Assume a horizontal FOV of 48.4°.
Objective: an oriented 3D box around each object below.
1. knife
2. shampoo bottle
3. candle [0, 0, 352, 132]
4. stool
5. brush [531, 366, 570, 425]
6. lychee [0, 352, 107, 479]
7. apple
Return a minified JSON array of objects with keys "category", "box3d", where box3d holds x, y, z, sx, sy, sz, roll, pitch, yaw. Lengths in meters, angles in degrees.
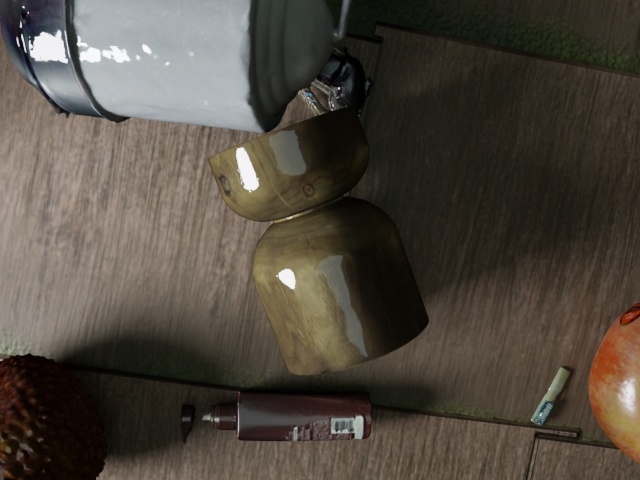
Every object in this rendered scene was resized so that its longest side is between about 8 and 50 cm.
[{"category":"knife","box3d":[-0.094,-0.263,0.854,0.365,0.043,0.089,33,91,-5]},{"category":"shampoo bottle","box3d":[-0.056,0.222,0.895,0.236,0.067,0.068,1,86,-3]},{"category":"candle","box3d":[-0.130,-0.222,0.739,0.342,0.221,0.221,10,95,10]},{"category":"stool","box3d":[0.000,0.000,0.818,0.179,0.179,0.264,-21,97,-1]},{"category":"brush","box3d":[0.306,0.207,0.942,0.016,0.013,0.084,28,92,-4]},{"category":"lychee","box3d":[-0.345,0.227,0.823,0.194,0.194,0.194,0,96,-4]},{"category":"apple","box3d":[0.433,0.173,0.873,0.209,0.164,0.209,0,89,6]}]
